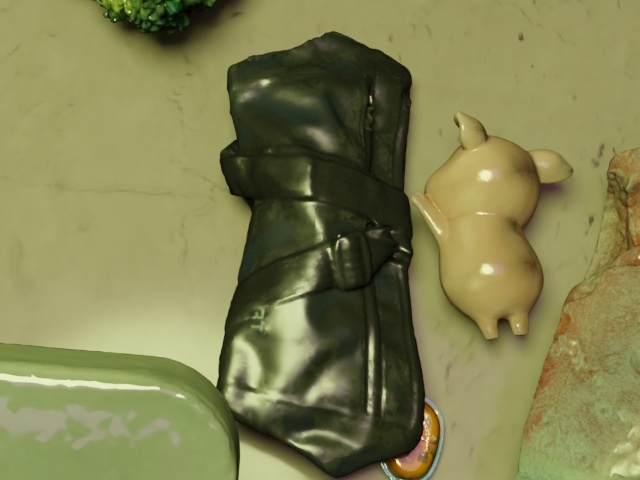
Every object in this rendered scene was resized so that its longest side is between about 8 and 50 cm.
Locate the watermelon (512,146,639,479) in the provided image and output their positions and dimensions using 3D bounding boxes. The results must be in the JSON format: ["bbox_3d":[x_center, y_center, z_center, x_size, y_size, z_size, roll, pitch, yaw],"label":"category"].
[{"bbox_3d":[0.243,0.055,0.703,0.318,0.148,0.226,-40,61,-1],"label":"watermelon"}]

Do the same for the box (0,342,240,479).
[{"bbox_3d":[-0.229,0.224,0.474,0.373,0.090,0.367,6,91,-7],"label":"box"}]

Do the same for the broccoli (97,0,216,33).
[{"bbox_3d":[-0.121,-0.229,0.731,0.155,0.160,0.167,7,52,16],"label":"broccoli"}]

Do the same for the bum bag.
[{"bbox_3d":[0.000,0.000,0.707,0.137,0.074,0.309,4,69,-11],"label":"bum bag"}]

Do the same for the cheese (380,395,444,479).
[{"bbox_3d":[0.057,0.150,0.697,0.047,0.017,0.111,2,73,0],"label":"cheese"}]

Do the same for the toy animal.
[{"bbox_3d":[0.117,-0.008,0.718,0.089,0.083,0.150,-7,80,36],"label":"toy animal"}]
